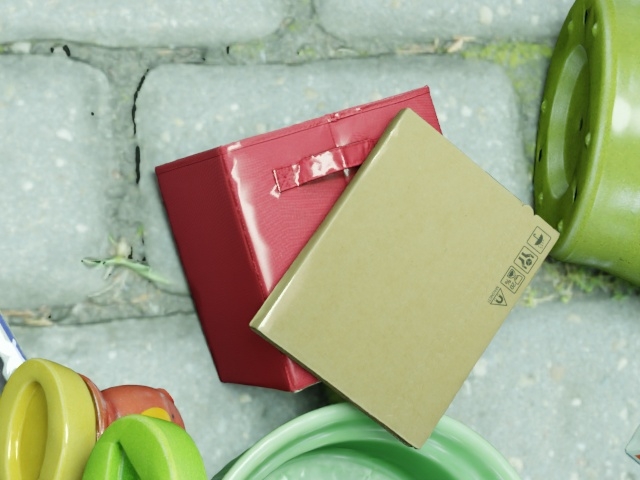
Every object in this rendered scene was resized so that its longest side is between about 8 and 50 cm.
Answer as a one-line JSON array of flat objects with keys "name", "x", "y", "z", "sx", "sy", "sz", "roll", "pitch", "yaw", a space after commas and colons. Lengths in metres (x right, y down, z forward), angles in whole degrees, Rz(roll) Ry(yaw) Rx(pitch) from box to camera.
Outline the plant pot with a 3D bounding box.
[{"name": "plant pot", "x": 0.378, "y": -0.079, "z": 1.374, "sx": 0.353, "sy": 0.366, "sz": 0.366, "roll": 7, "pitch": 78, "yaw": -6}]

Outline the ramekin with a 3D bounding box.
[{"name": "ramekin", "x": 0.022, "y": 0.282, "z": 1.276, "sx": 0.303, "sy": 0.148, "sz": 0.303, "roll": 3, "pitch": 79, "yaw": -18}]

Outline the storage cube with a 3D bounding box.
[{"name": "storage cube", "x": 0.000, "y": 0.000, "z": 1.289, "sx": 0.184, "sy": 0.215, "sz": 0.193, "roll": -18, "pitch": 93, "yaw": -21}]

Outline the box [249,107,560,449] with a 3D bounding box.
[{"name": "box", "x": 0.066, "y": 0.028, "z": 1.195, "sx": 0.164, "sy": 0.021, "sz": 0.201, "roll": 38, "pitch": 79, "yaw": -19}]

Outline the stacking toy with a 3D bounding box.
[{"name": "stacking toy", "x": -0.128, "y": 0.247, "z": 1.146, "sx": 0.130, "sy": 0.279, "sz": 0.309, "roll": 9, "pitch": 85, "yaw": -36}]

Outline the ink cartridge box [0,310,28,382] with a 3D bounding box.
[{"name": "ink cartridge box", "x": -0.329, "y": 0.139, "z": 1.239, "sx": 0.224, "sy": 0.045, "sz": 0.223, "roll": -29, "pitch": 92, "yaw": -22}]

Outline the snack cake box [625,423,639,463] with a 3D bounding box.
[{"name": "snack cake box", "x": 0.422, "y": 0.221, "z": 1.418, "sx": 0.264, "sy": 0.152, "sz": 0.089, "roll": 37, "pitch": 71, "yaw": -10}]
